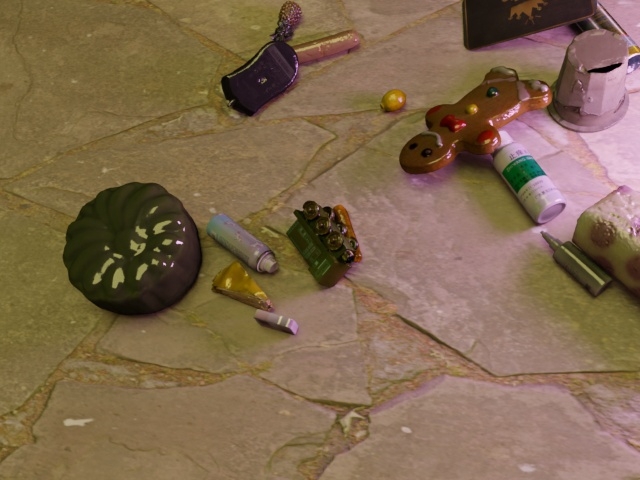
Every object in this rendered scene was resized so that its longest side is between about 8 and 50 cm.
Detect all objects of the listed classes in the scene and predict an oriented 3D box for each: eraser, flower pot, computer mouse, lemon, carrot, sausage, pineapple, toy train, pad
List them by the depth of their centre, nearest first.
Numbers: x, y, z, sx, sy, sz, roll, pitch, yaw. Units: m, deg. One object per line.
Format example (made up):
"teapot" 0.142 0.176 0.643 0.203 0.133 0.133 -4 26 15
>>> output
"eraser" -0.111 0.203 1.630 0.105 0.065 0.026 14 66 19
"toy train" 0.000 0.000 1.684 0.137 0.090 0.225 -50 53 18
"flower pot" 0.697 -0.414 1.685 0.213 0.202 0.212 -6 65 12
"carrot" 0.071 -0.019 1.715 0.042 0.042 0.170 -21 60 2
"lemon" 0.208 -0.399 1.873 0.083 0.062 0.062 -27 60 -2
"pad" 0.589 -0.730 1.905 0.376 0.063 0.314 -10 58 25
"computer mouse" -0.185 -0.491 1.999 0.264 0.088 0.147 -39 105 -8
"sausage" -0.027 -0.592 2.037 0.302 0.065 0.065 -13 60 10
"pineapple" -0.117 -0.691 2.111 0.074 0.074 0.159 16 76 21

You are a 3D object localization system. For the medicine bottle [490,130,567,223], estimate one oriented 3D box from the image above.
"medicine bottle" 0.511 -0.165 1.656 0.095 0.095 0.260 -28 59 -2

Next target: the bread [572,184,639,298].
"bread" 0.744 0.037 1.446 0.187 0.155 0.338 -31 58 -18

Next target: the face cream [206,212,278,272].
"face cream" -0.204 0.014 1.749 0.229 0.075 0.075 35 76 26

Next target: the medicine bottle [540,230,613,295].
"medicine bottle" 0.593 0.044 1.545 0.058 0.057 0.199 -36 59 -6

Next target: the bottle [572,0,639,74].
"bottle" 0.782 -0.582 1.816 0.082 0.082 0.286 -23 60 1

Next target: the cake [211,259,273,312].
"cake" -0.213 0.131 1.688 0.116 0.079 0.184 -32 64 -7

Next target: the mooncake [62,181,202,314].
"mooncake" -0.501 0.021 1.752 0.357 0.194 0.356 -7 61 12

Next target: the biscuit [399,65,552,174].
"biscuit" 0.388 -0.320 1.729 0.432 0.064 0.283 -34 37 -6
